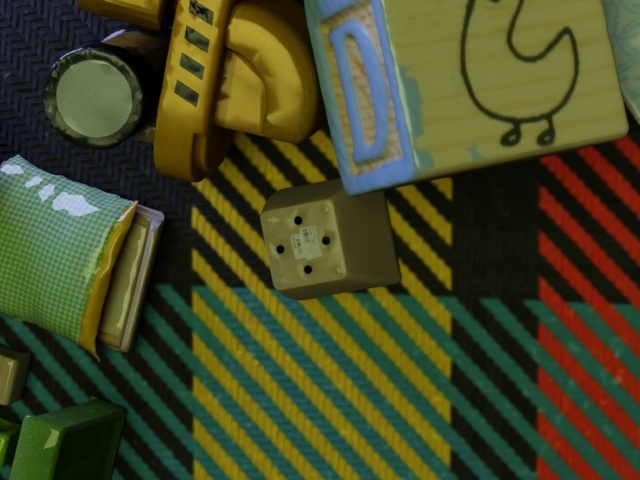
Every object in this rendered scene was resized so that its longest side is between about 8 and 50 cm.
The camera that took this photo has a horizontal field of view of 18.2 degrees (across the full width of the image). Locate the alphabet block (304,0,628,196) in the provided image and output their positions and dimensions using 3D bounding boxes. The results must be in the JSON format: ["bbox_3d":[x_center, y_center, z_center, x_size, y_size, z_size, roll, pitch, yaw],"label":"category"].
[{"bbox_3d":[0.119,-0.151,1.697,0.197,0.193,0.192,-13,93,-18],"label":"alphabet block"}]

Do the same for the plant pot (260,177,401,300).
[{"bbox_3d":[0.000,0.000,1.846,0.109,0.096,0.109,-11,91,22],"label":"plant pot"}]

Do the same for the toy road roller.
[{"bbox_3d":[-0.093,-0.215,1.814,0.241,0.202,0.329,14,105,7],"label":"toy road roller"}]

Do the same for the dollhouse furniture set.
[{"bbox_3d":[-0.288,0.088,1.933,0.197,0.151,0.301,18,101,18],"label":"dollhouse furniture set"}]

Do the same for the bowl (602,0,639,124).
[{"bbox_3d":[0.369,-0.189,1.642,0.156,0.289,0.289,-30,82,-23],"label":"bowl"}]
